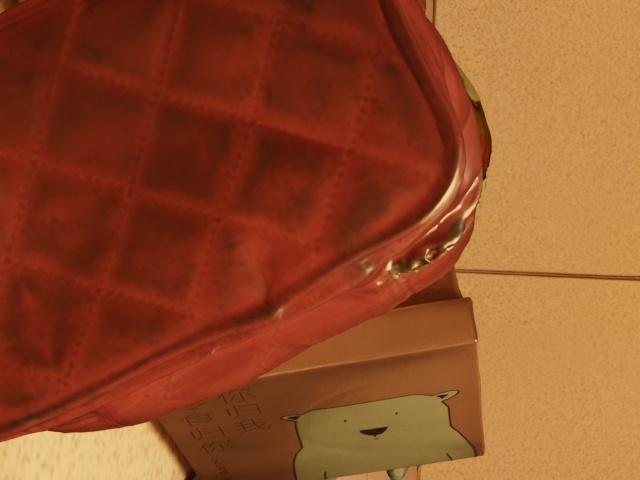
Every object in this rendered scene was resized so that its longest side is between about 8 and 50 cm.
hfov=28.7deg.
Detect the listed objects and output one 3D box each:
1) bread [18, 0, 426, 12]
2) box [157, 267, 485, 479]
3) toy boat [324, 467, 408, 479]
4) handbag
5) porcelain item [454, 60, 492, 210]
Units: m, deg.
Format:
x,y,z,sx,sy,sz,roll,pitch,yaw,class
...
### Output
x,y,z,sx,sy,sz,roll,pitch,yaw,class
-0.033,-0.233,0.652,0.236,0.183,0.388,64,30,-66,bread
0.000,0.091,0.854,0.215,0.215,0.086,74,7,-60,box
0.044,0.158,1.349,0.079,0.134,0.207,96,-5,-85,toy boat
-0.055,-0.019,0.455,0.146,0.225,0.135,64,4,9,handbag
-0.013,-0.069,0.866,0.253,0.253,0.253,2,90,-81,porcelain item
